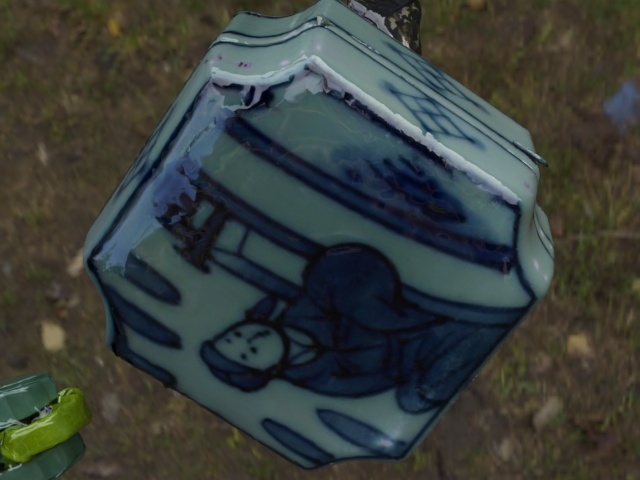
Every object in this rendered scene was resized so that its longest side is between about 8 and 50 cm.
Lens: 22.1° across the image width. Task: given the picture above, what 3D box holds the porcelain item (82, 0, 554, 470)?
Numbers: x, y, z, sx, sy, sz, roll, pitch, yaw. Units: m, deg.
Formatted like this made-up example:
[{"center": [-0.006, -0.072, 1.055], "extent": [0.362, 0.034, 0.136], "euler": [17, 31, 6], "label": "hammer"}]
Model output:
[{"center": [0.000, 0.000, 1.143], "extent": [0.281, 0.286, 0.157], "euler": [35, 25, -9], "label": "porcelain item"}]

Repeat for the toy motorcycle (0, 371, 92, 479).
[{"center": [-0.345, 0.204, 1.301], "extent": [0.326, 0.200, 0.191], "euler": [-29, 102, -28], "label": "toy motorcycle"}]

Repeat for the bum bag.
[{"center": [0.088, -0.216, 1.999], "extent": [0.102, 0.069, 0.248], "euler": [-4, 62, -6], "label": "bum bag"}]
